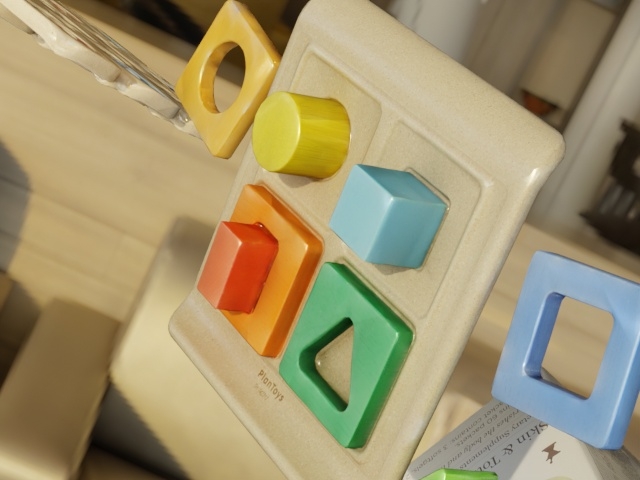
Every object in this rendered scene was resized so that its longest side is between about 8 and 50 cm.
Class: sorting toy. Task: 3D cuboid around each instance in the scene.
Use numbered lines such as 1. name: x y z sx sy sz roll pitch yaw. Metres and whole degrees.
1. sorting toy: 0.000 0.000 0.640 0.047 0.196 0.347 12 22 -40

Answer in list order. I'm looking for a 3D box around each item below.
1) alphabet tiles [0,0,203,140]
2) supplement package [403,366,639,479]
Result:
1. alphabet tiles: -0.181 -0.144 0.850 0.278 0.021 0.284 38 4 32
2. supplement package: 0.149 0.258 0.868 0.198 0.199 0.263 43 14 -27
